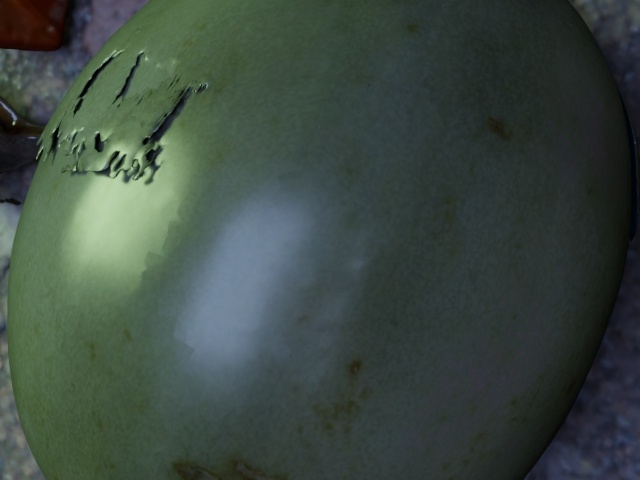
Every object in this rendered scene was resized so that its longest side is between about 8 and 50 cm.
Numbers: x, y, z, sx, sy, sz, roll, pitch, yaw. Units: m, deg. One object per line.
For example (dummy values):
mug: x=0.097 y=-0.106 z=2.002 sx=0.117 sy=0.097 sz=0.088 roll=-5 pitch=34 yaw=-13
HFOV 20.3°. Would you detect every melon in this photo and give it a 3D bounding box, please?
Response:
melon: x=0.000 y=0.000 z=0.819 sx=0.268 sy=0.268 sz=0.330 roll=30 pitch=93 yaw=21

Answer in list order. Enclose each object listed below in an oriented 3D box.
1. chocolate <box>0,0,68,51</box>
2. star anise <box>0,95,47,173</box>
chocolate: x=-0.241 y=-0.225 z=0.944 sx=0.108 sy=0.235 sz=0.237 roll=7 pitch=96 yaw=35
star anise: x=-0.286 y=-0.010 z=1.052 sx=0.218 sy=0.148 sz=0.227 roll=17 pitch=132 yaw=-9
